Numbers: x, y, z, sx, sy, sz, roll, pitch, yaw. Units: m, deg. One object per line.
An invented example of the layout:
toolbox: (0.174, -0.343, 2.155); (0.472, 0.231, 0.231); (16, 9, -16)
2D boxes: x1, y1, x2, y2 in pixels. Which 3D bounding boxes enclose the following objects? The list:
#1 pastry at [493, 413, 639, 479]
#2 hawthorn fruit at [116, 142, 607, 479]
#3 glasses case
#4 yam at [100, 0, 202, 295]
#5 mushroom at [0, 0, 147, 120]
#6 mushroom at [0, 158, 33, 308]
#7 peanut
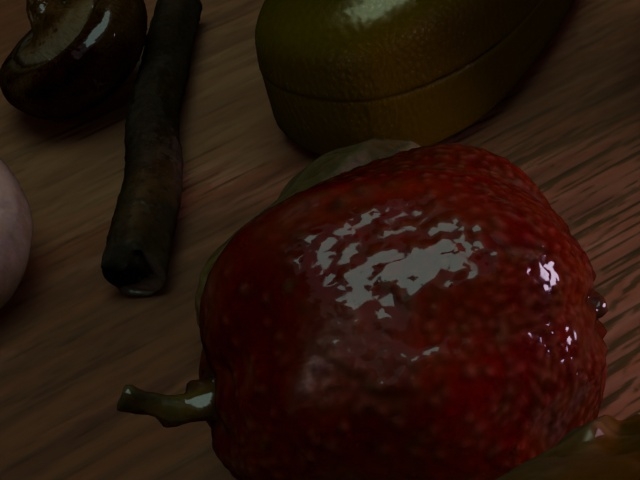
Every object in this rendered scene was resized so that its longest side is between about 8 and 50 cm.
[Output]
pastry: (0.184, 0.224, 0.595); (0.410, 0.245, 0.409); (1, 25, 0)
hawthorn fruit: (0.020, 0.059, 0.902); (0.253, 0.205, 0.205); (-13, 39, -1)
glasses case: (0.093, -0.213, 1.255); (0.173, 0.141, 0.371); (11, 44, 25)
yam: (-0.114, -0.083, 1.227); (0.045, 0.045, 0.326); (25, 36, -17)
mushroom: (-0.183, -0.142, 1.268); (0.127, 0.087, 0.127); (-35, 29, 23)
mushroom: (-0.263, -0.003, 1.118); (0.154, 0.122, 0.154); (12, 57, -20)
peanut: (0.000, 0.000, 1.064); (0.194, 0.083, 0.093); (-34, 57, -26)
